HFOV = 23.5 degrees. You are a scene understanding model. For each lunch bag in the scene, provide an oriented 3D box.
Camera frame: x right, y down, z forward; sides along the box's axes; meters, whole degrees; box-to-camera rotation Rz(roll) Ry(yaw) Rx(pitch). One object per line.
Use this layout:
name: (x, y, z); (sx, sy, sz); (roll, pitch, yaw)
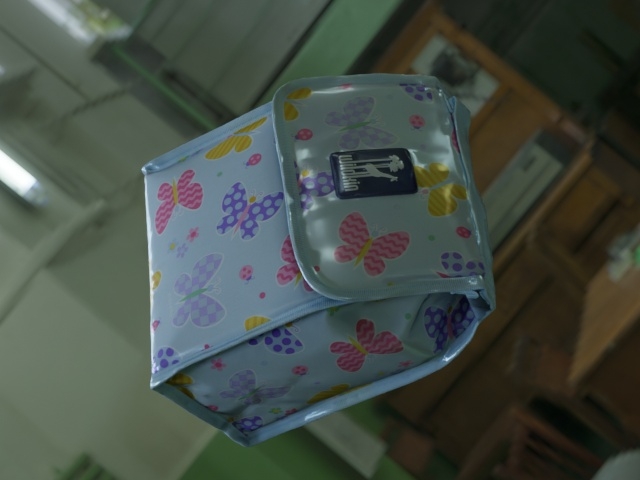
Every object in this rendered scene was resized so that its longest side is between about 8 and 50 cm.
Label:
lunch bag: (0.000, 0.000, 0.376); (0.083, 0.053, 0.071); (-22, 51, 22)
